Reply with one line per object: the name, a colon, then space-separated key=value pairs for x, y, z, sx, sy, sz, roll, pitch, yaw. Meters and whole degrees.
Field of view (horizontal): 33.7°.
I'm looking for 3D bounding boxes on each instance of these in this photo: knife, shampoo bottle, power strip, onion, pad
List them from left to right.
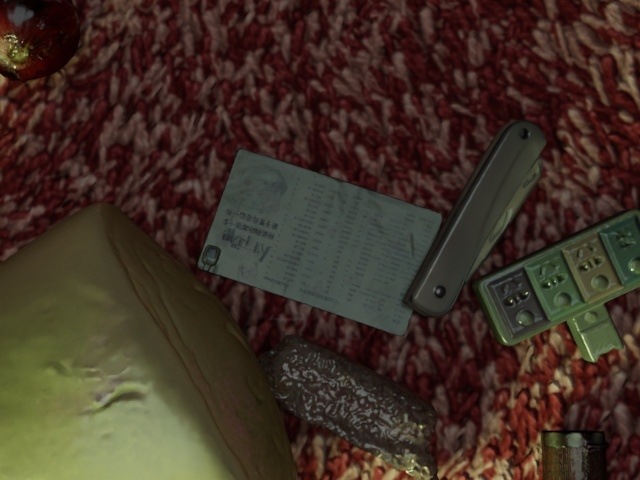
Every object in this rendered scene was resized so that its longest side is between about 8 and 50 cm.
onion: x=-0.348 y=-0.251 z=1.245 sx=0.131 sy=0.131 sz=0.131 roll=0 pitch=82 yaw=-1
pad: x=0.000 y=0.000 z=1.266 sx=0.265 sy=0.009 sz=0.159 roll=18 pitch=81 yaw=2
knife: x=0.189 y=-0.025 z=1.255 sx=0.073 sy=0.040 sz=0.265 roll=33 pitch=83 yaw=-7
power strip: x=0.302 y=0.069 z=1.240 sx=0.216 sy=0.061 sz=0.145 roll=-24 pitch=90 yaw=-3
shampoo bottle: x=0.289 y=0.376 z=1.177 sx=0.129 sy=0.084 sz=0.322 roll=1 pitch=81 yaw=-2

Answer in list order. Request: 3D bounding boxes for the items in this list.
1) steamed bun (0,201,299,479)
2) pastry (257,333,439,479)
steamed bun: x=-0.229 y=0.218 z=1.061 sx=0.371 sy=0.290 sz=0.456 roll=-34 pitch=81 yaw=6
pastry: x=0.045 y=0.194 z=1.191 sx=0.265 sy=0.103 sz=0.112 roll=37 pitch=90 yaw=2
